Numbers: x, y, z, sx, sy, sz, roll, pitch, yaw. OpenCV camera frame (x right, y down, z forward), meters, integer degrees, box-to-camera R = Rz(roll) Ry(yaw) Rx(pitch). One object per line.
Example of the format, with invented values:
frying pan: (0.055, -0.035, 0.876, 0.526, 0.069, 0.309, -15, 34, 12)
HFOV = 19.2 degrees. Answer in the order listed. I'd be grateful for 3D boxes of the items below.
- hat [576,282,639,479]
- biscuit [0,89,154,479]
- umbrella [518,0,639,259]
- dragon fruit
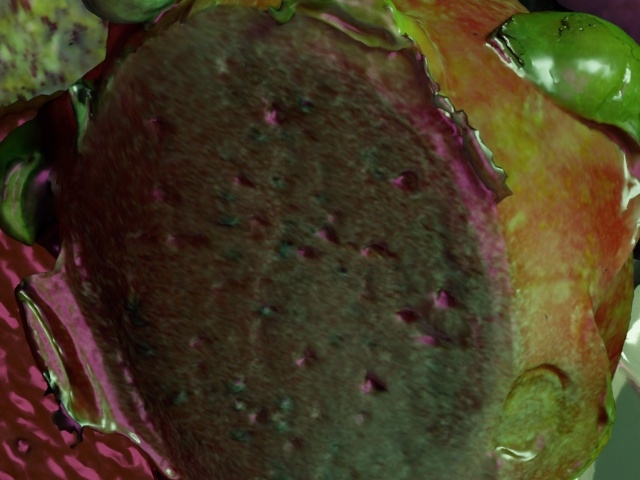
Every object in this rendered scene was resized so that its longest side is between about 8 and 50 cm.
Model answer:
hat: (0.228, 0.105, 0.747, 0.232, 0.161, 0.275, -29, 87, 21)
biscuit: (-0.087, 0.073, 0.884, 0.305, 0.038, 0.305, 5, 108, 15)
umbrella: (0.071, -0.088, 0.778, 0.224, 0.080, 0.071, 46, 148, 2)
dragon fruit: (0.000, 0.000, 0.731, 0.268, 0.130, 0.295, -9, 106, 33)
